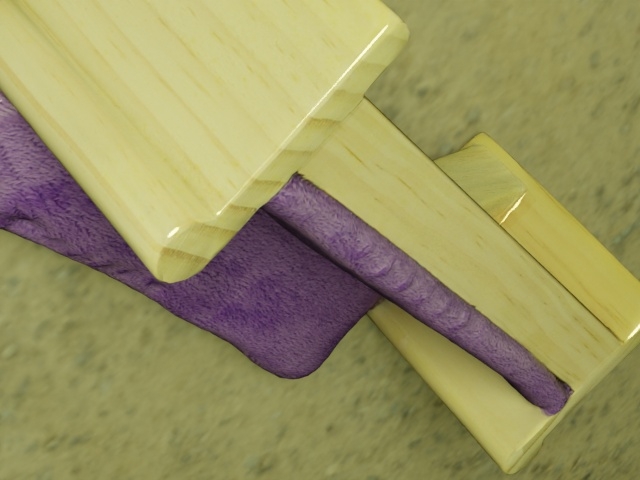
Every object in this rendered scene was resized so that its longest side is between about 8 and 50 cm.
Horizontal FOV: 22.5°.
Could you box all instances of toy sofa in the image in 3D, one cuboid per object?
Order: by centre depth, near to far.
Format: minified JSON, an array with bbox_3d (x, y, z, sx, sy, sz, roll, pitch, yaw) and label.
[{"bbox_3d":[0.000,0.000,0.696,0.177,0.150,0.362,-46,148,5],"label":"toy sofa"}]
